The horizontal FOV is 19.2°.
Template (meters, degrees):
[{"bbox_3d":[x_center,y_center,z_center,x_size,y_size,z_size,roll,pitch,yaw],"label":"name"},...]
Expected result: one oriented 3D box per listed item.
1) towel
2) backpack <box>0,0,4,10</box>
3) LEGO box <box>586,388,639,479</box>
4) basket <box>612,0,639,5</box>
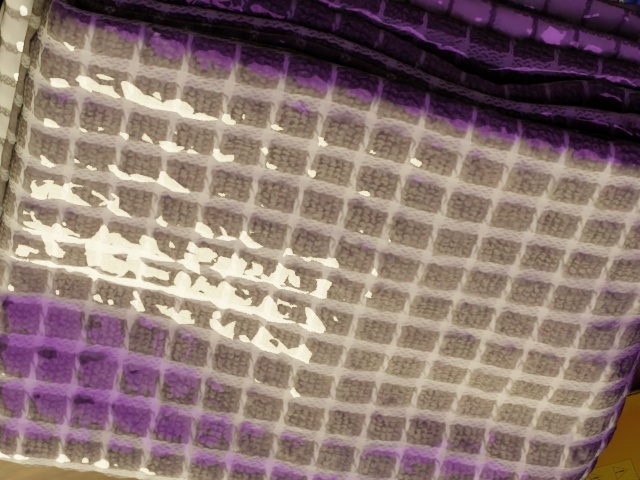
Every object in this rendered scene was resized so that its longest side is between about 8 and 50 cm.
[{"bbox_3d":[0.000,0.000,0.761,0.283,0.121,0.235,10,132,-7],"label":"towel"},{"bbox_3d":[-0.164,-0.012,0.973,0.276,0.213,0.263,11,135,-22],"label":"backpack"},{"bbox_3d":[0.365,0.285,1.108,0.372,0.500,0.193,-14,128,1],"label":"LEGO box"},{"bbox_3d":[0.048,-0.194,0.861,0.289,0.201,0.255,-46,129,-22],"label":"basket"}]
